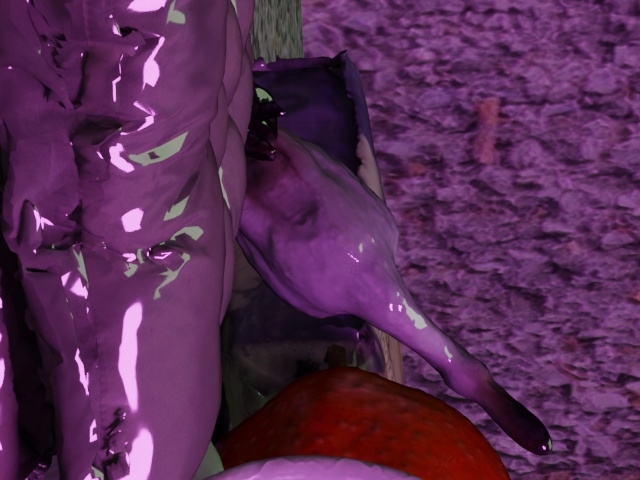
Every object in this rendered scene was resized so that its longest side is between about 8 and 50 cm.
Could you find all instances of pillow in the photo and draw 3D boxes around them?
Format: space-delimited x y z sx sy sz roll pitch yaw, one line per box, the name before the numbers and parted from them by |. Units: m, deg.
pillow | -0.068 -0.085 0.580 0.326 0.101 0.228 -84 175 -61

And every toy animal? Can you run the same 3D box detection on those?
toy animal | 0.003 0.003 1.202 0.324 0.090 0.195 48 1 -22

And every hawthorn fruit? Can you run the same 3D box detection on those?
hawthorn fruit | 0.019 0.166 1.156 0.205 0.205 0.253 86 7 -45

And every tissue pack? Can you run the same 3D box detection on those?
tissue pack | -0.003 0.051 1.442 0.343 0.125 0.242 -94 177 -51

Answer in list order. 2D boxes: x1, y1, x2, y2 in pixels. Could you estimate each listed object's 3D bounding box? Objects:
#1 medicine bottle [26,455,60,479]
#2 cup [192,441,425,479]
medicine bottle | -0.081 0.099 0.619 0.220 0.061 0.092 -90 158 -46
cup | -0.027 0.184 0.806 0.258 0.186 0.234 60 -17 20
